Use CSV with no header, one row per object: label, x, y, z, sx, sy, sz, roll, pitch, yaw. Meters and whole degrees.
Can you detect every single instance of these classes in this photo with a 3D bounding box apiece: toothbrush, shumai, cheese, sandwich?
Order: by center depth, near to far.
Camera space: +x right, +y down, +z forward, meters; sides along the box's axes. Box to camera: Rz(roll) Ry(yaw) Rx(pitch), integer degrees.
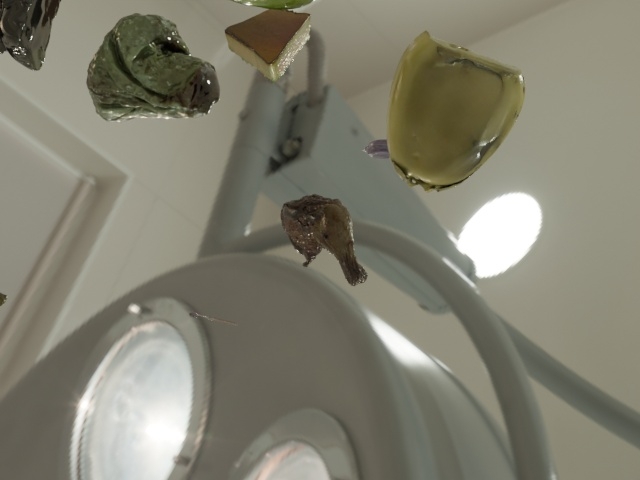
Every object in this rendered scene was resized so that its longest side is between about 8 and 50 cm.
toothbrush,-0.192,0.142,1.664,0.006,0.097,0.008,-54,-146,33
sandwich,-0.081,-0.403,1.863,0.162,0.058,0.193,-29,-136,-17
cheese,0.256,-0.242,1.876,0.128,0.259,0.316,-48,158,-66
shumai,-0.385,-0.362,2.247,0.263,0.309,0.304,39,-71,24
cheese,0.191,-0.245,2.463,0.191,0.105,0.042,-2,-99,45

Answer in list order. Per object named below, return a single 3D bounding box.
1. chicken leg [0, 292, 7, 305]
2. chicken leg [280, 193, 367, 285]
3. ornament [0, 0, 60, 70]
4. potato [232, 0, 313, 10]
chicken leg,-0.706,0.076,1.866,0.070,0.178,0.093,-48,-147,-9
chicken leg,0.003,-0.012,2.158,0.322,0.083,0.177,19,-73,49
ornament,-0.497,-0.368,1.310,0.260,0.106,0.251,7,-109,7
potato,-0.121,-0.526,1.645,0.216,0.304,0.216,15,90,-83
